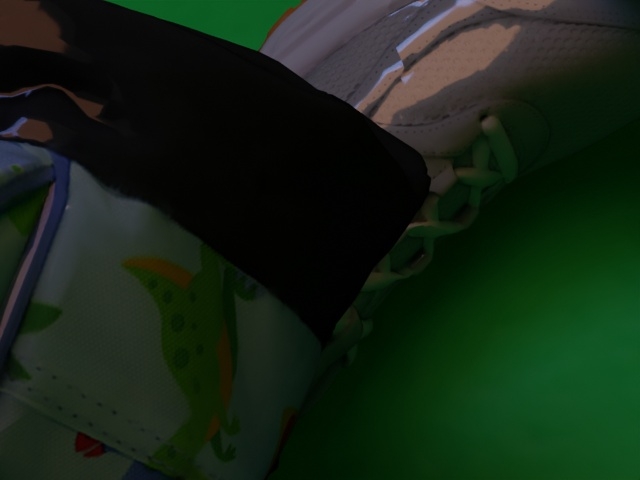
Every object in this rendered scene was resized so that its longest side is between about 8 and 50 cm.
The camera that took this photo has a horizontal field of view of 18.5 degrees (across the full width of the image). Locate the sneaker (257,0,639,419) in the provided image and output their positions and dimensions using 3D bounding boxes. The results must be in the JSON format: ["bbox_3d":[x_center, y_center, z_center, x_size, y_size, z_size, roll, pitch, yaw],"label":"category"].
[{"bbox_3d":[0.000,0.000,0.581,0.262,0.099,0.121,-22,55,7],"label":"sneaker"}]

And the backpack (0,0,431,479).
[{"bbox_3d":[-0.172,0.096,0.433,0.290,0.273,0.355,16,88,23],"label":"backpack"}]
